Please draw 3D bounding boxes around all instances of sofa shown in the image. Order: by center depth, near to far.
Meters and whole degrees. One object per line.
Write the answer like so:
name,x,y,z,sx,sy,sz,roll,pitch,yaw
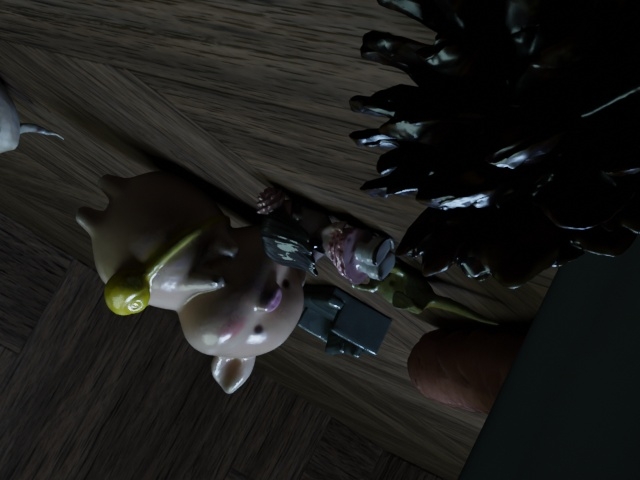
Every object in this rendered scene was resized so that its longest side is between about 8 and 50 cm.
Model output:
sofa,0.015,0.097,1.661,0.085,0.060,0.147,32,170,-15

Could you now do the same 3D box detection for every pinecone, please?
pinecone,0.075,-0.052,0.500,0.140,0.140,0.121,9,126,64

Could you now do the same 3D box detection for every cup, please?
cup,0.171,0.158,0.758,0.205,0.312,0.205,27,168,6

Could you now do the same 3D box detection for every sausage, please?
sausage,0.164,0.124,1.298,0.088,0.088,0.433,30,172,-10

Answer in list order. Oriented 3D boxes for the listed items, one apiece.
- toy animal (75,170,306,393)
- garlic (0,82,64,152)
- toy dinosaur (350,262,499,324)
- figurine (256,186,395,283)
toy animal,-0.130,0.026,1.418,0.248,0.165,0.149,38,173,-17
garlic,-0.366,-0.140,1.427,0.128,0.148,0.266,-27,128,34
toy dinosaur,0.093,0.050,1.268,0.162,0.039,0.126,24,180,16
figurine,0.000,0.000,1.207,0.129,0.054,0.072,20,148,34
